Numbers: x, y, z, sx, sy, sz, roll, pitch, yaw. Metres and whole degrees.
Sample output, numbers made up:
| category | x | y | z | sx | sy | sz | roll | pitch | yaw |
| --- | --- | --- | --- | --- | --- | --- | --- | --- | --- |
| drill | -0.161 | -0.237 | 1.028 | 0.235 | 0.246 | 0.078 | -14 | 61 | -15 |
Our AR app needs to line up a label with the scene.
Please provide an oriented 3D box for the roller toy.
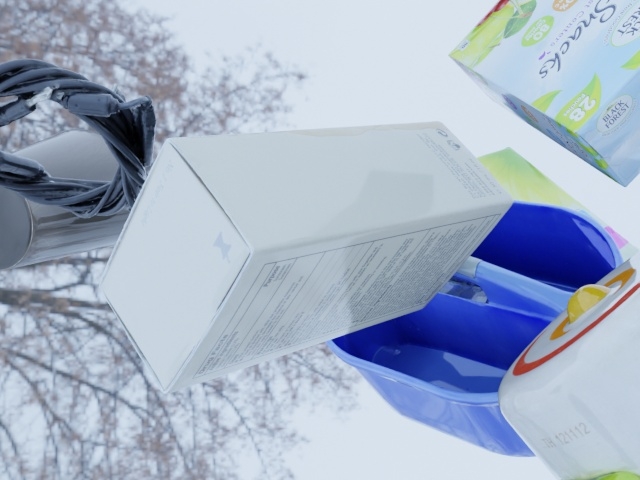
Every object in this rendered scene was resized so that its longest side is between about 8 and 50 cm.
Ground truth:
| category | x | y | z | sx | sy | sz | roll | pitch | yaw |
| --- | --- | --- | --- | --- | --- | --- | --- | --- | --- |
| roller toy | 0.223 | 0.088 | 0.554 | 0.191 | 0.209 | 0.146 | -44 | -98 | 19 |

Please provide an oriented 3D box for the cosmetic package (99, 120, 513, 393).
| category | x | y | z | sx | sy | sz | roll | pitch | yaw |
| --- | --- | --- | --- | --- | --- | --- | --- | --- | --- |
| cosmetic package | 0.000 | 0.000 | 0.671 | 0.113 | 0.309 | 0.160 | 53 | -52 | 24 |

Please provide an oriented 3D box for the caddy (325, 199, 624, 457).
| category | x | y | z | sx | sy | sz | roll | pitch | yaw |
| --- | --- | --- | --- | --- | --- | --- | --- | --- | --- |
| caddy | 0.155 | 0.068 | 0.864 | 0.341 | 0.179 | 0.241 | 12 | -122 | 43 |

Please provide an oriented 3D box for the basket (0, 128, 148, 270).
| category | x | y | z | sx | sy | sz | roll | pitch | yaw |
| --- | --- | --- | --- | --- | --- | --- | --- | --- | --- |
| basket | -0.354 | -0.049 | 1.076 | 0.204 | 0.227 | 0.154 | 30 | -69 | 9 |

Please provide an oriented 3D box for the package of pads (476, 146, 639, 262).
| category | x | y | z | sx | sy | sz | roll | pitch | yaw |
| --- | --- | --- | --- | --- | --- | --- | --- | --- | --- |
| package of pads | 0.292 | -0.005 | 1.221 | 0.296 | 0.229 | 0.101 | 46 | -43 | 32 |

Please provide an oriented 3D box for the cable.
| category | x | y | z | sx | sy | sz | roll | pitch | yaw |
| --- | --- | --- | --- | --- | --- | --- | --- | --- | --- |
| cable | -0.205 | -0.065 | 0.637 | 0.184 | 0.150 | 0.047 | 120 | -31 | -60 |

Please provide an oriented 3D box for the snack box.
| category | x | y | z | sx | sy | sz | roll | pitch | yaw |
| --- | --- | --- | --- | --- | --- | --- | --- | --- | --- |
| snack box | 0.210 | -0.156 | 0.603 | 0.174 | 0.070 | 0.207 | -48 | -150 | 9 |
